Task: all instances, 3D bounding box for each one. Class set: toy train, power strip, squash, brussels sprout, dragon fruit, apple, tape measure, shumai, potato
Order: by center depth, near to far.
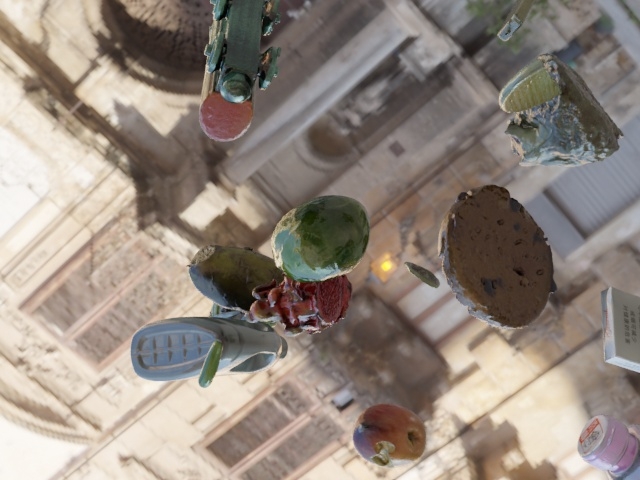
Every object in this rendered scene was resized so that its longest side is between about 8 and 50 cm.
[{"bbox_3d":[-0.171,0.195,1.440,0.027,0.089,0.027,16,-152,-9],"label":"squash"},{"bbox_3d":[-0.134,-0.285,1.458,0.116,0.177,0.285,13,-138,-15],"label":"toy train"},{"bbox_3d":[-0.004,-0.002,1.537,0.144,0.181,0.161,30,-143,-30],"label":"brussels sprout"},{"bbox_3d":[-0.037,0.107,1.657,0.150,0.208,0.133,164,90,-79],"label":"dragon fruit"},{"bbox_3d":[0.412,-0.474,1.895,0.028,0.076,0.169,34,-119,-4],"label":"power strip"},{"bbox_3d":[0.479,-0.244,1.922,0.189,0.218,0.256,-7,-118,-55],"label":"shumai"},{"bbox_3d":[-0.178,0.088,2.052,0.251,0.149,0.113,15,-150,-12],"label":"potato"},{"bbox_3d":[-0.198,0.185,2.312,0.106,0.200,0.175,-6,-120,-56],"label":"tape measure"},{"bbox_3d":[0.187,0.524,2.465,0.199,0.199,0.199,44,-160,-20],"label":"apple"}]

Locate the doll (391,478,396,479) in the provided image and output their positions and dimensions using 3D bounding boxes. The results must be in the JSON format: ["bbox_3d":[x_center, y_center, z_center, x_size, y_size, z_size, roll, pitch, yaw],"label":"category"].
[{"bbox_3d":[0.160,0.521,1.748,0.162,0.106,0.062,28,-165,22],"label":"doll"}]

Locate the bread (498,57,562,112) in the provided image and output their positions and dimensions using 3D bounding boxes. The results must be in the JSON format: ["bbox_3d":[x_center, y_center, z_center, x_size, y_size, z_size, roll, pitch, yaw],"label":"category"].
[{"bbox_3d":[0.386,-0.285,1.742,0.193,0.112,0.036,15,-133,-64],"label":"bread"}]

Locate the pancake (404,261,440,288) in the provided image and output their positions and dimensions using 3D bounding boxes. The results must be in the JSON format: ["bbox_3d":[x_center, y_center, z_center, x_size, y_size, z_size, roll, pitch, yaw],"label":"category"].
[{"bbox_3d":[0.250,0.084,2.246,0.108,0.017,0.108,27,-165,-8],"label":"pancake"}]

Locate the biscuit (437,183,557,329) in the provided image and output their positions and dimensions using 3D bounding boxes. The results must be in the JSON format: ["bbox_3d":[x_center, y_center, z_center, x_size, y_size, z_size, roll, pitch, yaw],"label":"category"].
[{"bbox_3d":[0.344,0.036,1.820,0.296,0.075,0.296,12,-111,-33],"label":"biscuit"}]

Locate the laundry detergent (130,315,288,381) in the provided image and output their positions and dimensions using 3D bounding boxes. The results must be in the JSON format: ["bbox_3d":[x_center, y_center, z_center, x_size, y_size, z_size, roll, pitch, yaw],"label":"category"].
[{"bbox_3d":[-0.185,0.231,1.977,0.398,0.264,0.124,12,-111,-59],"label":"laundry detergent"}]

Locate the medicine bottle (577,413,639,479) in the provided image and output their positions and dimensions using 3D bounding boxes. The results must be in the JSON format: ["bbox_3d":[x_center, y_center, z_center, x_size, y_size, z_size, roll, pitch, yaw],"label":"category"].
[{"bbox_3d":[0.416,0.287,1.115,0.219,0.078,0.115,31,-164,-7],"label":"medicine bottle"}]

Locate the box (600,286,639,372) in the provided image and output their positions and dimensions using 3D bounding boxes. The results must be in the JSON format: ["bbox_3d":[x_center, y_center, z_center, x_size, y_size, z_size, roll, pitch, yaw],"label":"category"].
[{"bbox_3d":[0.600,0.178,1.625,0.245,0.035,0.139,18,-122,-21],"label":"box"}]
